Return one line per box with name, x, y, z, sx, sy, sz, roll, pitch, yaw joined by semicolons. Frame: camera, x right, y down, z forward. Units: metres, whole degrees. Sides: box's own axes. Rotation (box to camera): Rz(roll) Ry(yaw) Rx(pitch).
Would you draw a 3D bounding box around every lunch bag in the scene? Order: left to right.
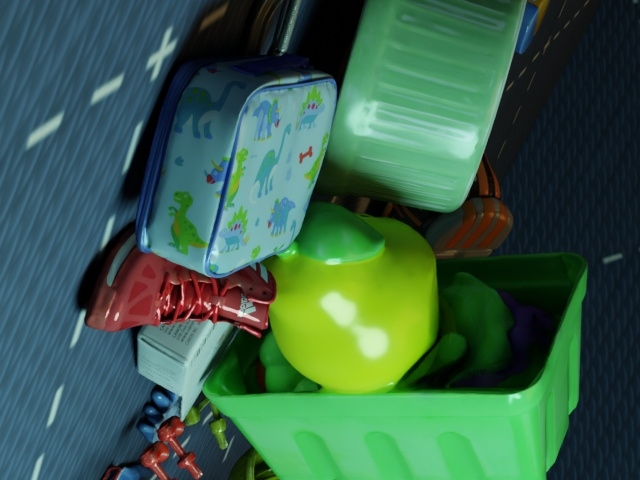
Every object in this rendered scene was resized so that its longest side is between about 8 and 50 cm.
lunch bag;-0.067;-0.071;1.408;0.219;0.090;0.176;-24;132;-66

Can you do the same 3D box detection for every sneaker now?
sneaker;-0.107;0.041;1.444;0.221;0.128;0.087;-45;158;-63
sneaker;0.118;-0.033;1.940;0.321;0.124;0.180;-48;-133;52

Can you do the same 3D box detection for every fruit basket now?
fruit basket;0.062;0.078;1.673;0.283;0.392;0.392;-56;168;-50

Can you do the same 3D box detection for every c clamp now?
c clamp;-0.034;-0.195;1.502;0.137;0.022;0.161;-47;162;-53

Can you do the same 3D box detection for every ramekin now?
ramekin;0.105;-0.174;1.682;0.303;0.148;0.303;16;90;-89

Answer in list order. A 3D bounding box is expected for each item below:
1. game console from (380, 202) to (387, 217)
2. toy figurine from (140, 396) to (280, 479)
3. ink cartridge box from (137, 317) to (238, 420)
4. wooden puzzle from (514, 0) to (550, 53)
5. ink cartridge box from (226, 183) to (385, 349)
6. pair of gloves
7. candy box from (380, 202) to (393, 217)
game console;0.106;-0.043;2.486;0.213;0.044;0.361;-66;170;15
toy figurine;-0.180;0.317;1.792;0.217;0.191;0.362;-34;-172;26
ink cartridge box;-0.093;0.030;1.682;0.275;0.060;0.239;-59;177;-20
wooden puzzle;0.221;-0.272;2.108;0.322;0.080;0.348;86;29;-69
ink cartridge box;0.000;0.000;2.024;0.330;0.071;0.324;-68;169;12
pair of gloves;-0.190;0.231;1.805;0.198;0.023;0.159;-59;169;-16
candy box;0.112;0.009;2.200;0.316;0.087;0.183;-45;159;-78
